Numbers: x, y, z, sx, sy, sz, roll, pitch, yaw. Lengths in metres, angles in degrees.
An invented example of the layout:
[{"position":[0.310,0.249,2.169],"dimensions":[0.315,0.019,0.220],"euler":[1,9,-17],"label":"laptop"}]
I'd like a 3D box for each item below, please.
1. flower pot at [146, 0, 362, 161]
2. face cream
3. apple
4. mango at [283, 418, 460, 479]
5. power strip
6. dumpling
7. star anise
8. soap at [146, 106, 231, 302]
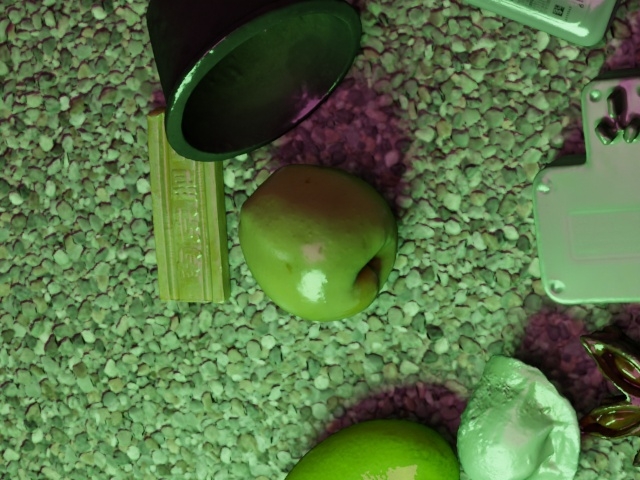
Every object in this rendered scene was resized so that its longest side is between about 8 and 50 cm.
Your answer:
[{"position":[-0.102,-0.239,1.858],"dimensions":[0.269,0.269,0.166],"euler":[-43,66,21],"label":"flower pot"},{"position":[0.210,-0.332,1.806],"dimensions":[0.291,0.071,0.144],"euler":[21,106,13],"label":"face cream"},{"position":[0.000,0.000,1.888],"dimensions":[0.200,0.200,0.200],"euler":[4,102,18],"label":"apple"},{"position":[0.048,0.327,1.957],"dimensions":[0.185,0.149,0.273],"euler":[38,105,18],"label":"mango"},{"position":[0.354,-0.059,1.778],"dimensions":[0.229,0.141,0.261],"euler":[-3,102,22],"label":"power strip"},{"position":[0.226,0.242,1.878],"dimensions":[0.152,0.108,0.219],"euler":[38,139,54],"label":"dumpling"},{"position":[0.408,0.164,1.834],"dimensions":[0.220,0.099,0.214],"euler":[20,93,20],"label":"star anise"},{"position":[-0.168,-0.046,2.011],"dimensions":[0.092,0.037,0.252],"euler":[0,101,18],"label":"soap"}]
